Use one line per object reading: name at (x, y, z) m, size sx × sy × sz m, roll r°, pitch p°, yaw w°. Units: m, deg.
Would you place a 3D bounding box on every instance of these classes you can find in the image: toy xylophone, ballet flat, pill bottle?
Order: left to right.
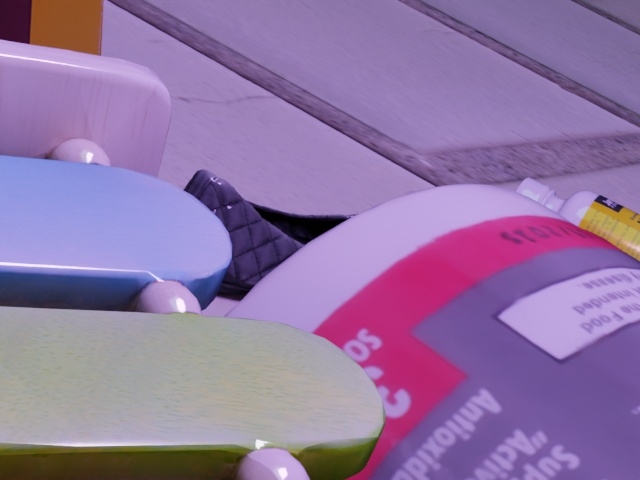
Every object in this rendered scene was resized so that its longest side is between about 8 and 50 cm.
toy xylophone at (-0.055, 0.076, 0.295) m, size 0.236 × 0.081 × 0.322 m, roll -1°, pitch 36°, yaw -40°
ballet flat at (0.000, 0.000, 0.908) m, size 0.173 × 0.049 × 0.057 m, roll 4°, pitch 26°, yaw -48°
pill bottle at (0.151, 0.013, 1.046) m, size 0.116 × 0.065 × 0.065 m, roll 27°, pitch 17°, yaw 12°
pill bottle at (0.107, 0.133, 0.421) m, size 0.318 × 0.176 × 0.176 m, roll 35°, pitch 20°, yaw 35°

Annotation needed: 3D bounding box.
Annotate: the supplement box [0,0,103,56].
supplement box at (-0.182, -0.027, 0.474) m, size 0.194 × 0.129 × 0.191 m, roll -2°, pitch 11°, yaw -36°
